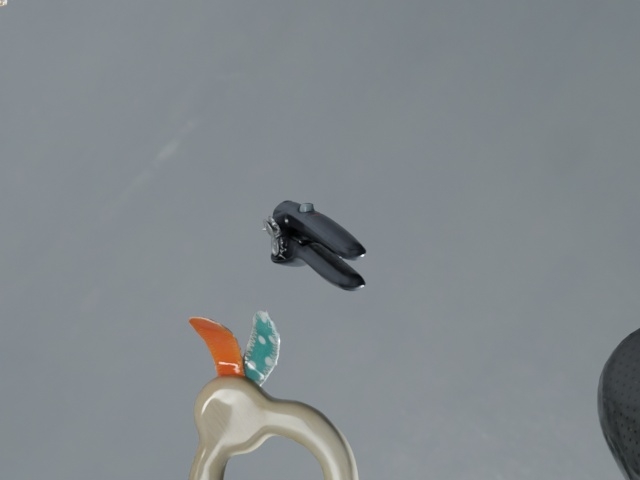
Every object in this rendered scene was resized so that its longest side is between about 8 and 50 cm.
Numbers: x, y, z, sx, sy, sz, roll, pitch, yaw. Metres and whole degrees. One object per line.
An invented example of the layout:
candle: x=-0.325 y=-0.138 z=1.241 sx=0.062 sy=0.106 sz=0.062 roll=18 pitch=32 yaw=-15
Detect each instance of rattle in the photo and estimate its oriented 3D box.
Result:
rattle: x=-0.041 y=0.141 z=1.018 sx=0.130 sy=0.199 sz=0.143 roll=-24 pitch=180 yaw=20

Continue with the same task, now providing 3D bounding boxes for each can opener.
can opener: x=0.000 y=0.000 z=1.110 sx=0.073 sy=0.059 sz=0.186 roll=-13 pitch=-169 yaw=-13

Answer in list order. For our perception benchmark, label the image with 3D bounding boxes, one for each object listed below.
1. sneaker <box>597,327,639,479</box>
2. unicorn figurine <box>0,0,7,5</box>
sneaker: x=0.196 y=0.065 z=0.448 sx=0.125 sy=0.139 sz=0.341 roll=-46 pitch=-157 yaw=-10
unicorn figurine: x=-0.358 y=-0.262 z=1.252 sx=0.162 sy=0.111 sz=0.060 roll=-15 pitch=-172 yaw=-6
